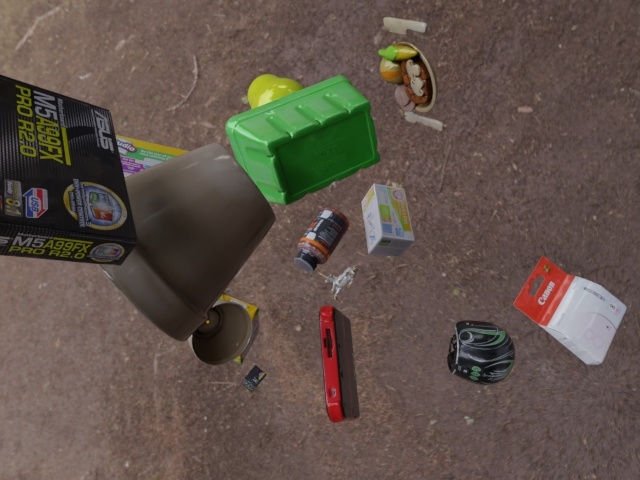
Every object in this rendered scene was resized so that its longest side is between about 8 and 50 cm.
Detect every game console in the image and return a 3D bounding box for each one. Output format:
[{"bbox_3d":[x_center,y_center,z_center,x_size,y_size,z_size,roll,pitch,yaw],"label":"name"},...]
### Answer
[{"bbox_3d":[0.070,0.444,1.716,0.060,0.342,0.387,-8,70,11],"label":"game console"}]

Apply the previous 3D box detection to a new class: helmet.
[{"bbox_3d":[0.423,0.293,1.246,0.161,0.169,0.170,6,77,5],"label":"helmet"}]

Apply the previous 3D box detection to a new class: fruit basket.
[{"bbox_3d":[-0.070,-0.291,1.282,0.391,0.283,0.392,-12,31,7],"label":"fruit basket"}]

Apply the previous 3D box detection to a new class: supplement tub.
[{"bbox_3d":[0.000,0.000,1.460,0.106,0.106,0.198,17,61,33],"label":"supplement tub"}]

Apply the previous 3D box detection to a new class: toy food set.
[{"bbox_3d":[0.148,-0.273,0.815,0.038,0.192,0.132,-31,35,-12],"label":"toy food set"}]

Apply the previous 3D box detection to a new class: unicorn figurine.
[{"bbox_3d":[0.059,0.122,1.438,0.161,0.060,0.111,-27,19,30],"label":"unicorn figurine"}]

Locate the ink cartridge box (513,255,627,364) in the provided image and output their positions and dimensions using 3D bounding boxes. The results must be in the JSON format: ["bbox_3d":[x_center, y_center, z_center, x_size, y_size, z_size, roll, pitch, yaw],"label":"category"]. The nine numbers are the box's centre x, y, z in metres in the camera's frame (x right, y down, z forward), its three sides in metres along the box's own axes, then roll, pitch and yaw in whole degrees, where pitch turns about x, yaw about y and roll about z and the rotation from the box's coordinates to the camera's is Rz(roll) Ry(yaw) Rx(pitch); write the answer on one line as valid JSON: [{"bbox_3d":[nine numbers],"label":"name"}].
[{"bbox_3d":[0.633,0.166,1.206,0.232,0.066,0.189,42,64,2],"label":"ink cartridge box"}]

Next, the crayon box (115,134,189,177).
[{"bbox_3d":[-0.541,-0.149,1.340,0.106,0.362,0.313,124,147,-43],"label":"crayon box"}]

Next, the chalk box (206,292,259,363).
[{"bbox_3d":[-0.278,0.290,1.508,0.132,0.213,0.132,20,53,9],"label":"chalk box"}]

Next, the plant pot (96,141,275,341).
[{"bbox_3d":[-0.246,-0.023,0.895,0.280,0.323,0.323,-38,57,-10],"label":"plant pot"}]

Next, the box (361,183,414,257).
[{"bbox_3d":[0.207,-0.064,1.496,0.103,0.114,0.203,121,150,-52],"label":"box"}]

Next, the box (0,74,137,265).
[{"bbox_3d":[-0.379,-0.100,0.637,0.060,0.216,0.270,-43,55,31],"label":"box"}]

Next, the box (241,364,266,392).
[{"bbox_3d":[-0.225,0.467,1.612,0.052,0.083,0.062,39,58,6],"label":"box"}]

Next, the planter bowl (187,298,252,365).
[{"bbox_3d":[-0.269,0.218,1.209,0.109,0.162,0.162,19,85,51],"label":"planter bowl"}]
